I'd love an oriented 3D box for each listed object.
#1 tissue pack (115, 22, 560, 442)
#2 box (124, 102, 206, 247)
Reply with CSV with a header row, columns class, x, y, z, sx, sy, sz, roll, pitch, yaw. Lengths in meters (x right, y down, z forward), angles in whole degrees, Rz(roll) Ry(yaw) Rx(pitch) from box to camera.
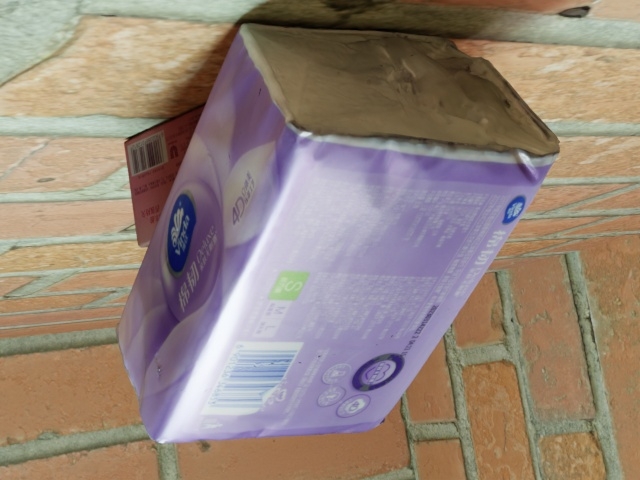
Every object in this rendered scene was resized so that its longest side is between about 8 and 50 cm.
class,x,y,z,sx,sy,sz,roll,pitch,yaw
tissue pack,0.000,0.000,0.872,0.242,0.160,0.338,2,132,-33
box,-0.114,-0.058,1.001,0.060,0.111,0.156,-1,171,-44
